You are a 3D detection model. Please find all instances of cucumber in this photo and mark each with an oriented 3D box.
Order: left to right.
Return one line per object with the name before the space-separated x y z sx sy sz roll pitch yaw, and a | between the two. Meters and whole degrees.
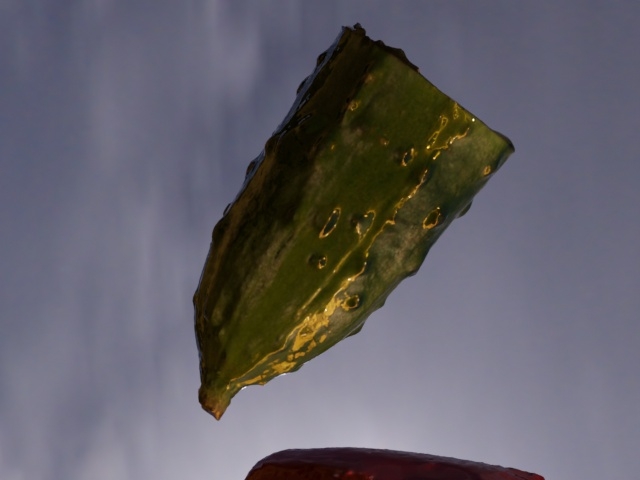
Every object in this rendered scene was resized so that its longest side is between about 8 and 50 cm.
cucumber | -0.001 -0.001 1.151 0.134 0.134 0.244 33 -93 43

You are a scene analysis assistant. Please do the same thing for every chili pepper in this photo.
chili pepper | 0.004 0.224 1.511 0.338 0.131 0.134 6 -73 31
